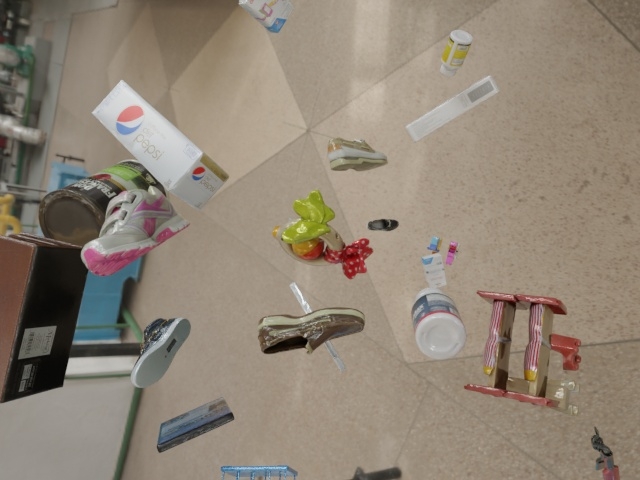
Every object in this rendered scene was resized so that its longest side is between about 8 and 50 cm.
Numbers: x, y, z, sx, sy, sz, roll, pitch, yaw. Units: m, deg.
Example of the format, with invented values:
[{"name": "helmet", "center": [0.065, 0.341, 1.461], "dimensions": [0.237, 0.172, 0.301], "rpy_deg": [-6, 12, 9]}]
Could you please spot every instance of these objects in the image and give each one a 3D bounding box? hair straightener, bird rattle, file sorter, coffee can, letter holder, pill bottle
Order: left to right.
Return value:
[{"name": "letter holder", "center": [-0.631, 0.138, 1.001], "dimensions": [0.215, 0.152, 0.301], "rpy_deg": [12, 89, 16]}, {"name": "coffee can", "center": [-0.563, -0.083, 1.311], "dimensions": [0.202, 0.275, 0.201], "rpy_deg": [6, 116, 13]}, {"name": "file sorter", "center": [-0.153, 0.626, 1.230], "dimensions": [0.171, 0.118, 0.104], "rpy_deg": [-5, 58, 8]}, {"name": "bird rattle", "center": [0.000, 0.000, 1.209], "dimensions": [0.207, 0.253, 0.143], "rpy_deg": [-12, 53, 39]}, {"name": "pill bottle", "center": [0.260, 0.178, 1.112], "dimensions": [0.180, 0.108, 0.107], "rpy_deg": [-73, 5, -72]}, {"name": "pill bottle", "center": [0.384, -0.533, 1.409], "dimensions": [0.116, 0.065, 0.065], "rpy_deg": [105, 148, -51]}, {"name": "hair straightener", "center": [0.677, 0.517, 1.201], "dimensions": [0.047, 0.230, 0.089], "rpy_deg": [-30, 39, 12]}]

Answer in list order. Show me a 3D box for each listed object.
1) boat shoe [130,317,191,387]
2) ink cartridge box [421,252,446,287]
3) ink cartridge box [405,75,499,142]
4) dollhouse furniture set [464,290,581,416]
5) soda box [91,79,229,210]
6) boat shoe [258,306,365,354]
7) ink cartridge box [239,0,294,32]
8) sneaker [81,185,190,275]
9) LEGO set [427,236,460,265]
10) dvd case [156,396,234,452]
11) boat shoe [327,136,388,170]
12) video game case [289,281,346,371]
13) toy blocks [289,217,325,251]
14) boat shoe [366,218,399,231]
[{"name": "boat shoe", "center": [-0.358, 0.237, 1.053], "dimensions": [0.083, 0.183, 0.065], "rpy_deg": [-4, 122, 27]}, {"name": "ink cartridge box", "center": [0.296, 0.079, 1.283], "dimensions": [0.028, 0.048, 0.083], "rpy_deg": [-115, 12, -78]}, {"name": "ink cartridge box", "center": [0.429, -0.434, 1.647], "dimensions": [0.296, 0.261, 0.066], "rpy_deg": [-30, 97, 16]}, {"name": "dollhouse furniture set", "center": [0.452, 0.251, 1.058], "dimensions": [0.152, 0.374, 0.201], "rpy_deg": [2, 73, 36]}, {"name": "soda box", "center": [-0.228, -0.137, 0.698], "dimensions": [0.069, 0.074, 0.216], "rpy_deg": [-48, 63, -1]}, {"name": "boat shoe", "center": [-0.020, 0.226, 1.162], "dimensions": [0.258, 0.095, 0.095], "rpy_deg": [-9, 50, 8]}, {"name": "ink cartridge box", "center": [-0.147, -0.642, 1.344], "dimensions": [0.088, 0.122, 0.052], "rpy_deg": [-57, 37, 4]}, {"name": "sneaker", "center": [-0.330, -0.024, 0.843], "dimensions": [0.103, 0.252, 0.111], "rpy_deg": [-30, 100, 16]}, {"name": "LEGO set", "center": [0.380, 0.043, 1.543], "dimensions": [0.087, 0.227, 0.093], "rpy_deg": [16, 93, 19]}, {"name": "dvd case", "center": [-0.317, 0.458, 1.244], "dimensions": [0.022, 0.181, 0.253], "rpy_deg": [69, 162, 3]}, {"name": "boat shoe", "center": [0.137, -0.303, 1.721], "dimensions": [0.113, 0.302, 0.103], "rpy_deg": [-17, 84, 36]}, {"name": "video game case", "center": [-0.009, 0.293, 1.672], "dimensions": [0.025, 0.285, 0.204], "rpy_deg": [-31, 36, -6]}, {"name": "toy blocks", "center": [-0.045, -0.001, 1.550], "dimensions": [0.148, 0.054, 0.123], "rpy_deg": [19, 86, 9]}, {"name": "boat shoe", "center": [0.228, -0.058, 1.768], "dimensions": [0.038, 0.125, 0.046], "rpy_deg": [145, 123, -70]}]
